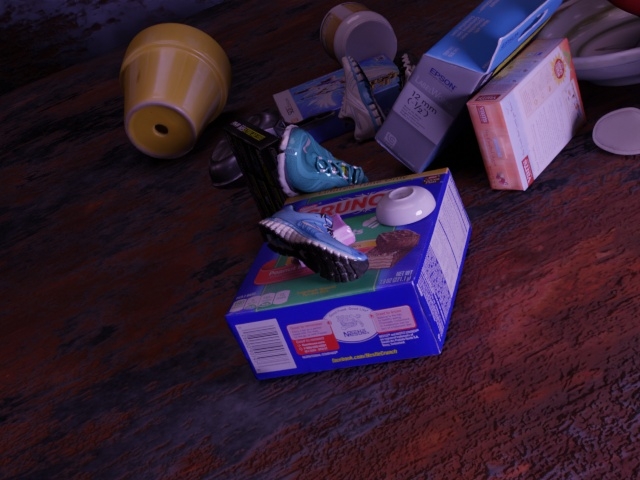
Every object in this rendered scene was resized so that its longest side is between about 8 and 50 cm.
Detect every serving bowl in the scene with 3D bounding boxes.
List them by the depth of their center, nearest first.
[{"bbox_3d":[0.112,-0.052,1.408,0.083,0.027,0.083,-14,27,8],"label":"serving bowl"}]

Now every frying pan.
[{"bbox_3d":[-0.121,-0.187,2.044,0.197,0.053,0.326,-52,25,-19],"label":"frying pan"}]

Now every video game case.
[{"bbox_3d":[0.045,-0.297,2.194,0.269,0.061,0.244,-22,26,-1],"label":"video game case"}]

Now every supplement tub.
[{"bbox_3d":[0.087,-0.458,2.382,0.144,0.144,0.200,-24,25,-4],"label":"supplement tub"}]

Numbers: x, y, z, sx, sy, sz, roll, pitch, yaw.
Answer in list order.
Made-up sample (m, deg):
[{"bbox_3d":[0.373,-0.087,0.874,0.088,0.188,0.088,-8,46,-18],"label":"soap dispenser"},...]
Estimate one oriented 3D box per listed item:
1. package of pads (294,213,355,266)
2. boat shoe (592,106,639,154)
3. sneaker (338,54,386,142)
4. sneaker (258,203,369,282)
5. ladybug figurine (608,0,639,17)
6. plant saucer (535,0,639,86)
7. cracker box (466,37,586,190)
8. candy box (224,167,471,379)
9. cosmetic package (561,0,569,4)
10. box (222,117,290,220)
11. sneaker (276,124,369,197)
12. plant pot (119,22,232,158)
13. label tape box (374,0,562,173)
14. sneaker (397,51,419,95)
[{"bbox_3d":[0.000,0.000,1.380,0.083,0.032,0.050,-26,27,-7],"label":"package of pads"},{"bbox_3d":[0.510,-0.160,1.579,0.065,0.075,0.206,14,-8,-40],"label":"boat shoe"},{"bbox_3d":[0.064,-0.276,2.041,0.082,0.071,0.191,-27,64,15],"label":"sneaker"},{"bbox_3d":[-0.001,-0.006,1.317,0.162,0.063,0.073,28,60,31],"label":"sneaker"},{"bbox_3d":[0.615,-0.458,1.709,0.305,0.162,0.449,-28,25,-15],"label":"ladybug figurine"},{"bbox_3d":[0.565,-0.367,1.874,0.400,0.101,0.400,-17,26,9],"label":"plant saucer"},{"bbox_3d":[0.333,-0.203,1.664,0.067,0.156,0.232,4,35,40],"label":"cracker box"},{"bbox_3d":[0.050,0.038,1.446,0.268,0.122,0.317,-11,26,22],"label":"candy box"},{"bbox_3d":[0.534,-0.537,2.223,0.309,0.113,0.160,-14,29,15],"label":"cosmetic package"},{"bbox_3d":[-0.084,-0.099,1.746,0.045,0.191,0.184,-30,26,-16],"label":"box"},{"bbox_3d":[0.017,-0.104,1.630,0.109,0.275,0.107,3,75,28],"label":"sneaker"},{"bbox_3d":[-0.340,-0.320,2.359,0.253,0.254,0.239,-12,42,19],"label":"plant pot"},{"bbox_3d":[0.252,-0.299,1.734,0.249,0.115,0.348,-44,-11,-35],"label":"label tape box"},{"bbox_3d":[0.213,-0.285,1.997,0.106,0.078,0.234,-6,40,-9],"label":"sneaker"}]
